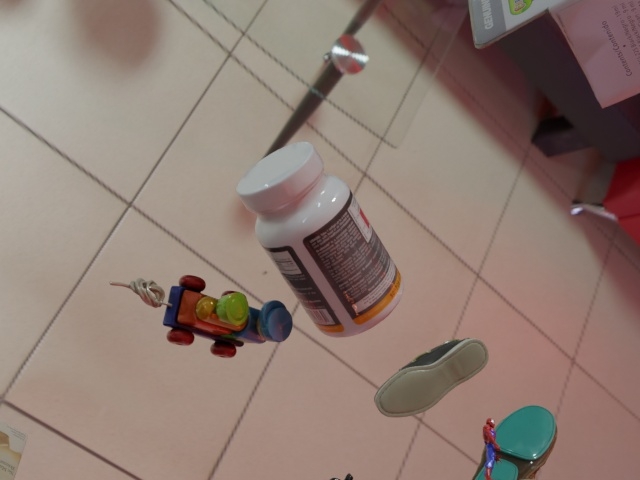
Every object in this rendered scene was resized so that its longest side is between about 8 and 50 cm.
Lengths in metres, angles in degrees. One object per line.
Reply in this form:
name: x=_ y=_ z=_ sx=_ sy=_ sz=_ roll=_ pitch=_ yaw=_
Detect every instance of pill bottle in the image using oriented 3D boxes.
pill bottle: x=0.000 y=0.000 z=1.197 sx=0.162 sy=0.162 sz=0.278 roll=-48 pitch=119 yaw=-31

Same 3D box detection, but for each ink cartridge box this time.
ink cartridge box: x=0.283 y=-0.290 z=0.747 sx=0.130 sy=0.272 sz=0.309 roll=44 pitch=37 yaw=-36

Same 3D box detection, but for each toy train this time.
toy train: x=-0.168 y=0.100 z=1.153 sx=0.248 sy=0.143 sz=0.105 roll=26 pitch=67 yaw=-43

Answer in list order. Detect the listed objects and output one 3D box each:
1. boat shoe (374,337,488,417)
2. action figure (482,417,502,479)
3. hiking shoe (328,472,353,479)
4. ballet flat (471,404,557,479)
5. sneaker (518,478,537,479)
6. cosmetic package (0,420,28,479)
boat shoe: x=0.188 y=0.241 z=1.384 sx=0.228 sy=0.068 sz=0.081 roll=-24 pitch=95 yaw=-18
action figure: x=0.253 y=0.313 z=1.166 sx=0.115 sy=0.030 sz=0.038 roll=-84 pitch=166 yaw=-46
hiking shoe: x=-0.055 y=0.550 z=1.459 sx=0.304 sy=0.113 sz=0.132 roll=-30 pitch=131 yaw=-45
ballet flat: x=0.346 y=0.436 z=1.458 sx=0.342 sy=0.116 sz=0.124 roll=-37 pitch=139 yaw=-54
sneaker: x=0.164 y=0.343 z=0.764 sx=0.099 sy=0.121 sz=0.262 roll=26 pitch=51 yaw=1
cosmetic package: x=-0.427 y=0.293 z=1.018 sx=0.060 sy=0.041 sz=0.115 roll=39 pitch=28 yaw=-30
